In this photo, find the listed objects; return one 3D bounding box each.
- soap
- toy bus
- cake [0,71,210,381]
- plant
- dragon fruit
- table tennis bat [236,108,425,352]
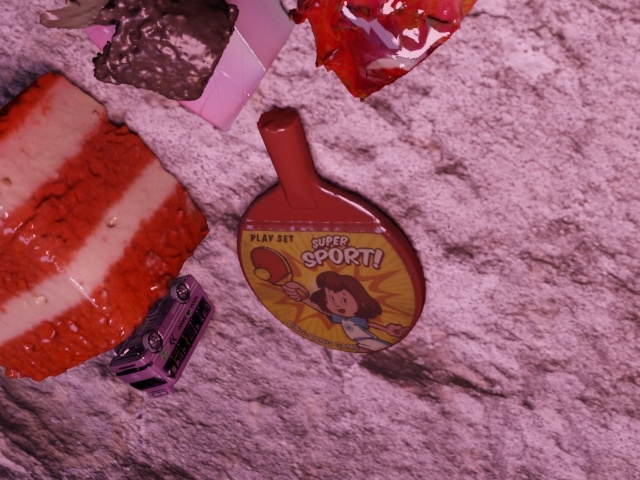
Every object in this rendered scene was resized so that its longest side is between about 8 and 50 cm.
[{"bbox_3d":[-0.193,-0.297,1.564,0.323,0.109,0.193,35,134,-5],"label":"soap"},{"bbox_3d":[-0.227,0.139,1.916,0.086,0.178,0.098,-15,123,35],"label":"toy bus"},{"bbox_3d":[-0.371,-0.018,1.784,0.270,0.269,0.319,-27,111,41],"label":"cake"},{"bbox_3d":[-0.198,-0.244,1.451,0.203,0.142,0.131,19,141,-5],"label":"plant"},{"bbox_3d":[0.048,-0.262,1.463,0.161,0.126,0.274,44,133,-15],"label":"dragon fruit"},{"bbox_3d":[0.000,0.000,1.778,0.268,0.051,0.415,2,132,25],"label":"table tennis bat"}]
